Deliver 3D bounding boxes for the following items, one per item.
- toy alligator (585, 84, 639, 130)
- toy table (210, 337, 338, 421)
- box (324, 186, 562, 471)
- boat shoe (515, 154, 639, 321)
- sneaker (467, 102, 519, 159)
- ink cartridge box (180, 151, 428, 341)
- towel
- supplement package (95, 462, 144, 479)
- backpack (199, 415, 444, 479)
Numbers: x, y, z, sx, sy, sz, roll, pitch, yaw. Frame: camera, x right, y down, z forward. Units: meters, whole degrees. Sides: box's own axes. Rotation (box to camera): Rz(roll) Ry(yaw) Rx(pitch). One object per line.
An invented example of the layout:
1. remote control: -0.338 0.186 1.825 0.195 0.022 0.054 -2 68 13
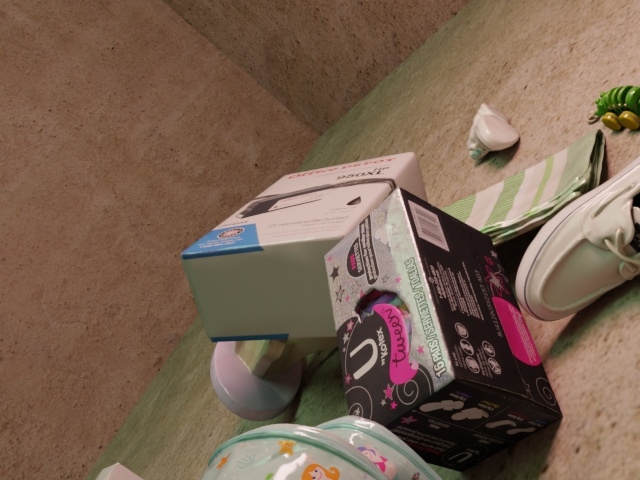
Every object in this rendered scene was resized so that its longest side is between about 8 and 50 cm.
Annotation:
1. toy alligator: 0.409 -0.189 0.935 0.056 0.051 0.190 -50 12 0
2. toy table: -0.092 0.187 1.255 0.274 0.252 0.160 -105 38 -61
3. box: 0.114 0.094 0.721 0.142 0.163 0.247 -45 37 31
4. boat shoe: 0.314 -0.010 0.676 0.267 0.096 0.088 -40 10 10
5. sneaker: 0.312 -0.188 1.264 0.094 0.080 0.212 -58 2 24
6. ink cartridge box: 0.000 0.000 1.142 0.286 0.166 0.395 -7 20 26
7. towel: 0.232 -0.042 0.940 0.325 0.038 0.248 -29 10 33
8. supplement package: -0.359 0.523 1.284 0.105 0.179 0.105 -35 20 49
9. backpack: 0.005 0.266 0.575 0.225 0.253 0.191 -39 17 46
